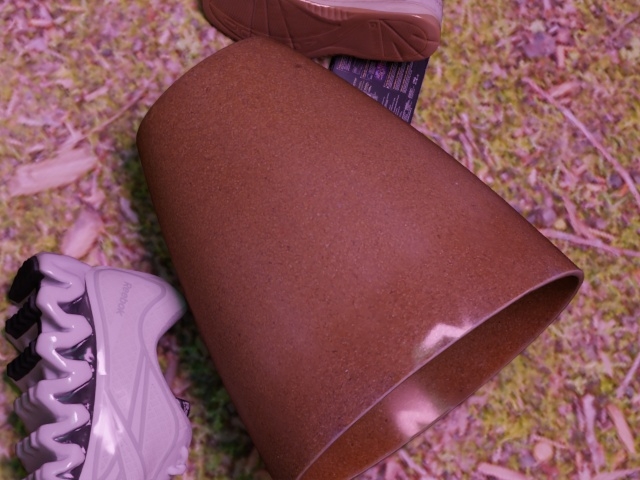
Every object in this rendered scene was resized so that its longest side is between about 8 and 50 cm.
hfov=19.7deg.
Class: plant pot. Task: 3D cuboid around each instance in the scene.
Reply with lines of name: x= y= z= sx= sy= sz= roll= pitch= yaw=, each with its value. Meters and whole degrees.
plant pot: x=0.000 y=0.000 z=1.195 sx=0.237 sy=0.237 sz=0.254 roll=-32 pitch=74 yaw=-20

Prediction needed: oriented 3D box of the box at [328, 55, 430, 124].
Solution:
box: x=0.039 y=-0.117 z=1.320 sx=0.067 sy=0.018 sz=0.083 roll=19 pitch=74 yaw=-12

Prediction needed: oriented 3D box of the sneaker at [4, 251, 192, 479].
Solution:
sneaker: x=-0.137 y=0.153 z=1.172 sx=0.118 sy=0.110 sz=0.292 roll=5 pitch=78 yaw=-25

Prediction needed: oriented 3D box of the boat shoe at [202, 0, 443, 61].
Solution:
boat shoe: x=0.004 y=-0.166 z=1.290 sx=0.170 sy=0.063 sz=0.059 roll=10 pitch=50 yaw=7
